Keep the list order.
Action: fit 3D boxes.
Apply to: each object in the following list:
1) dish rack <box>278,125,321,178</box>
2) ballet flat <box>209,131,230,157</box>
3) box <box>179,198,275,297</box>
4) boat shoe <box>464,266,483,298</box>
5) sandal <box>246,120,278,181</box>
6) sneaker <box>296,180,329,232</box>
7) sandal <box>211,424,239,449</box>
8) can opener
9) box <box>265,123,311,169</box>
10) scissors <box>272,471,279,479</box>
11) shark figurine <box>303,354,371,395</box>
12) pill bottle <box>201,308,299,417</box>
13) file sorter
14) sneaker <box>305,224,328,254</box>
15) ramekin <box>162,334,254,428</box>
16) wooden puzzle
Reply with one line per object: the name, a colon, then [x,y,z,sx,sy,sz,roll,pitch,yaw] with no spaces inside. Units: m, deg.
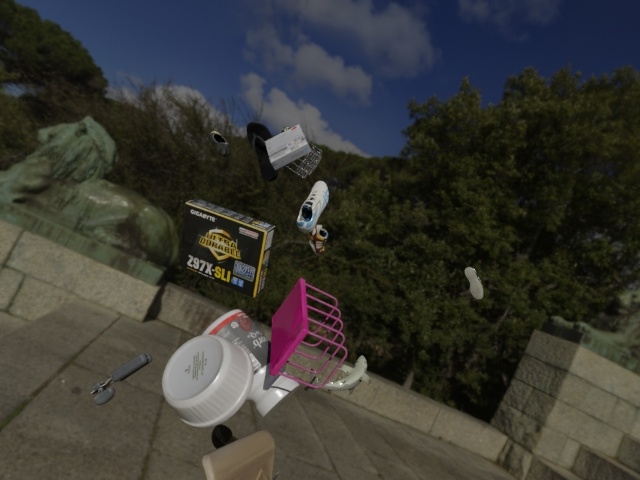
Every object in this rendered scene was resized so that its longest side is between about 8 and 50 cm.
dish rack: [-0.137,-0.472,2.427,0.271,0.208,0.074,35,-4,-3]
ballet flat: [-0.318,-0.317,1.440,0.057,0.049,0.173,9,27,-31]
box: [-0.332,0.024,1.565,0.322,0.257,0.079,20,25,15]
boat shoe: [0.574,0.156,1.671,0.038,0.046,0.125,-17,81,-61]
sandal: [-0.233,-0.367,1.845,0.097,0.254,0.054,-15,18,12]
sneaker: [-0.029,-0.143,1.775,0.085,0.237,0.086,10,-26,22]
sandal: [-0.395,0.824,1.857,0.060,0.090,0.219,14,-30,33]
can opener: [-0.818,0.576,1.855,0.095,0.283,0.076,58,3,13]
box: [-0.119,-0.337,1.602,0.038,0.145,0.186,61,5,-38]
scissors: [-0.187,0.892,1.611,0.109,0.297,0.021,16,33,-37]
shark figurine: [0.088,0.571,1.772,0.278,0.116,0.166,-13,34,-23]
pill bottle: [-0.258,0.446,1.636,0.363,0.210,0.210,45,1,17]
file sorter: [-0.038,0.309,1.494,0.182,0.202,0.290,28,22,-17]
sneaker: [0.000,0.000,1.883,0.084,0.069,0.185,-14,-34,14]
ramekin: [-0.347,0.407,1.344,0.273,0.273,0.127,22,-27,43]
wooden puzzle: [-0.175,0.564,0.845,0.080,0.348,0.322,-2,-15,12]
